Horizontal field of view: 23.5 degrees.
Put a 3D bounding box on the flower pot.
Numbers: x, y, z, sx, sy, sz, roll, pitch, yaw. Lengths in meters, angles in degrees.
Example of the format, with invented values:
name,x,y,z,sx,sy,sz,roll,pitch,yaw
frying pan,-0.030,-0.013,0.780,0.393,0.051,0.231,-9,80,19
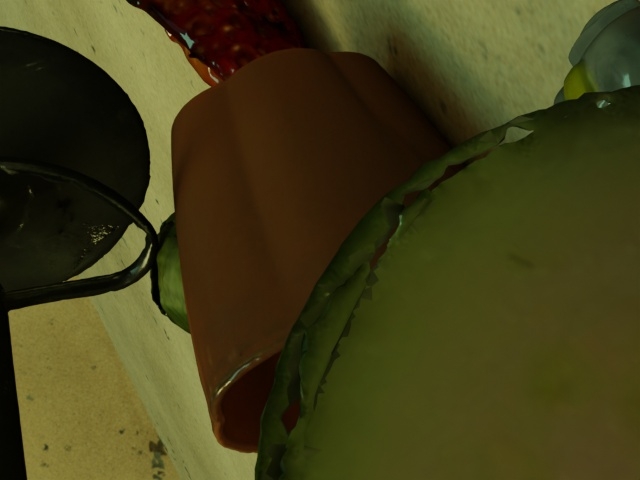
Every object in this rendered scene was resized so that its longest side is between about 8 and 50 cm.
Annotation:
name,x,y,z,sx,sy,sz,roll,pitch,yaw
flower pot,0.000,0.000,0.831,0.190,0.191,0.173,94,155,-62

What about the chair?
name,x,y,z,sx,sy,sz,roll,pitch,yaw
chair,-0.165,0.101,0.763,0.226,0.227,0.401,81,174,-48

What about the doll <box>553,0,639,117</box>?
name,x,y,z,sx,sy,sz,roll,pitch,yaw
doll,0.121,-0.056,0.521,0.094,0.079,0.180,56,151,30

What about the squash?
name,x,y,z,sx,sy,sz,roll,pitch,yaw
squash,0.111,0.145,0.523,0.263,0.263,0.384,56,163,27

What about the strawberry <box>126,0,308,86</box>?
name,x,y,z,sx,sy,sz,roll,pitch,yaw
strawberry,-0.049,-0.128,0.980,0.188,0.082,0.121,45,178,27

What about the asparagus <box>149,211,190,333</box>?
name,x,y,z,sx,sy,sz,roll,pitch,yaw
asparagus,-0.030,0.038,1.105,0.128,0.108,0.382,35,172,-19
